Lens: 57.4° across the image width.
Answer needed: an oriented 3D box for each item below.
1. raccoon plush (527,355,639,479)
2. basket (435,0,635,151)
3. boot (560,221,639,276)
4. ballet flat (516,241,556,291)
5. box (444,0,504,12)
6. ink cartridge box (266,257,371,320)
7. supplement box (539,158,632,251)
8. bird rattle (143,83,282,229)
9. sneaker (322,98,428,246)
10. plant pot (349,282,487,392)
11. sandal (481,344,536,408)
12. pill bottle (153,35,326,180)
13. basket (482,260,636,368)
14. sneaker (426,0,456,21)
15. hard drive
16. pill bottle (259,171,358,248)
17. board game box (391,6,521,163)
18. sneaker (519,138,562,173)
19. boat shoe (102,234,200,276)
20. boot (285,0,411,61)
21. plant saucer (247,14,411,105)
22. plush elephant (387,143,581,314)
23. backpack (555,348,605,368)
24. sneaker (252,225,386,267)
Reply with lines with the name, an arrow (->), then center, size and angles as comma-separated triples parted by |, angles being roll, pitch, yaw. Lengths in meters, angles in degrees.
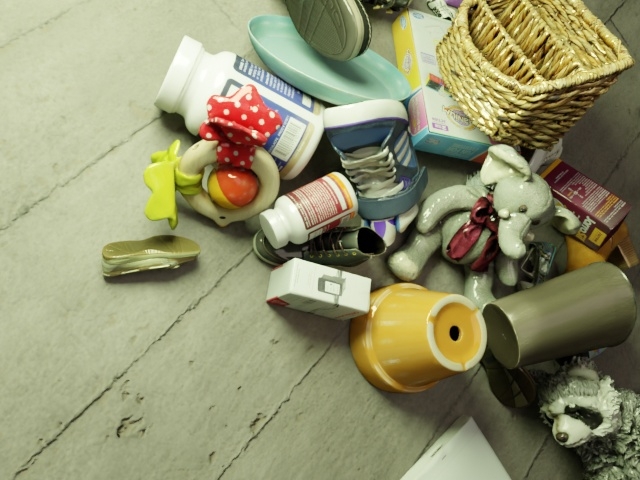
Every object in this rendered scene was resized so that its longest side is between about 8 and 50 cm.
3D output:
raccoon plush -> 0.612, 0.344, 1.267 | 0.299, 0.216, 0.446 | 58, 31, 9
basket -> 0.366, -0.349, 1.081 | 0.213, 0.223, 0.299 | 5, 50, -28
boot -> 0.590, 0.002, 1.350 | 0.295, 0.104, 0.211 | -20, 78, -25
ballet flat -> 0.465, 0.086, 1.284 | 0.070, 0.070, 0.188 | 28, 66, -19
box -> 0.387, -0.688, 1.412 | 0.201, 0.057, 0.293 | 7, 76, -26
ink cartridge box -> -0.003, 0.088, 1.012 | 0.150, 0.109, 0.063 | 17, 69, -23
supplement box -> 0.565, -0.078, 1.286 | 0.081, 0.104, 0.188 | -41, 64, -16
bird rattle -> -0.154, -0.118, 0.931 | 0.207, 0.253, 0.143 | 44, 20, -42
sneaker -> 0.105, -0.105, 1.026 | 0.323, 0.130, 0.236 | -5, 89, -70
plant pot -> 0.185, 0.170, 1.043 | 0.205, 0.188, 0.205 | 6, 76, -25
sandal -> 0.366, 0.242, 1.192 | 0.219, 0.090, 0.060 | 54, 40, 1
pill bottle -> -0.135, -0.223, 0.991 | 0.264, 0.153, 0.153 | 26, 68, -20
basket -> 0.436, 0.151, 1.102 | 0.227, 0.204, 0.154 | -14, 55, -12
sneaker -> 0.276, -0.522, 1.334 | 0.083, 0.032, 0.037 | 24, 69, -20
hard drive -> 0.295, 0.521, 1.106 | 0.203, 0.040, 0.307 | -35, 95, -28
pill bottle -> -0.020, -0.048, 0.973 | 0.152, 0.086, 0.086 | -27, 91, -19
board game box -> 0.285, -0.325, 1.243 | 0.242, 0.064, 0.316 | 7, 65, -25
sneaker -> 0.493, -0.199, 1.307 | 0.123, 0.106, 0.290 | 47, 48, -16
boat shoe -> -0.268, 0.028, 0.932 | 0.153, 0.048, 0.056 | -8, 37, -32
boot -> 0.065, -0.482, 1.112 | 0.284, 0.138, 0.377 | -11, 52, -32
plant saucer -> 0.014, -0.321, 1.067 | 0.317, 0.044, 0.317 | 17, 34, -12
plush elephant -> 0.341, -0.032, 1.129 | 0.272, 0.255, 0.330 | 33, 66, -16
backpack -> 0.580, 0.184, 1.279 | 0.182, 0.115, 0.152 | -29, 94, -24
sneaker -> 0.000, 0.000, 1.028 | 0.222, 0.118, 0.083 | 4, 77, -26
